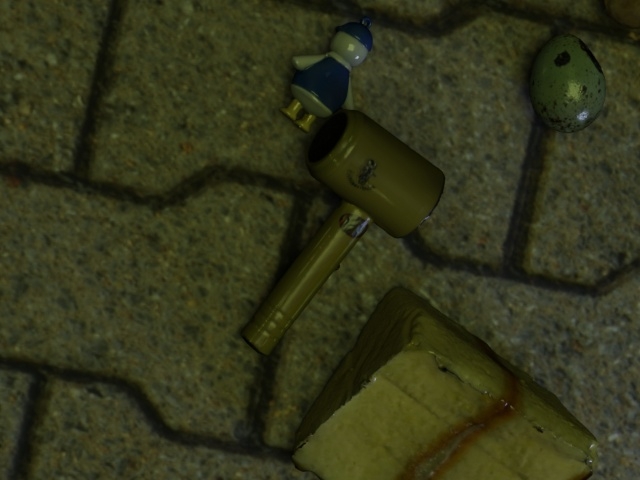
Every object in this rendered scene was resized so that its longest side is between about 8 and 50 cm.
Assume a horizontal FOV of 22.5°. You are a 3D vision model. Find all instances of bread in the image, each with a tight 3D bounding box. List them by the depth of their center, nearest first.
[{"bbox_3d":[0.130,0.228,1.744,0.263,0.198,0.236,35,95,-10],"label":"bread"}]

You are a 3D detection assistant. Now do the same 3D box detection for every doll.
[{"bbox_3d":[0.012,-0.185,1.746,0.098,0.057,0.143,36,87,-33],"label":"doll"}]

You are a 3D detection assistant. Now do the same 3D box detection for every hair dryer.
[{"bbox_3d":[0.000,0.000,1.743,0.135,0.090,0.279,35,96,-25],"label":"hair dryer"}]

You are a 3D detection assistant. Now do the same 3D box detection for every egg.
[{"bbox_3d":[0.274,-0.175,1.784,0.085,0.085,0.110,3,82,-11],"label":"egg"}]

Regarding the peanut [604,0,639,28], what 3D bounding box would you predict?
[{"bbox_3d":[0.411,-0.273,1.806,0.192,0.089,0.089,2,94,-7],"label":"peanut"}]
